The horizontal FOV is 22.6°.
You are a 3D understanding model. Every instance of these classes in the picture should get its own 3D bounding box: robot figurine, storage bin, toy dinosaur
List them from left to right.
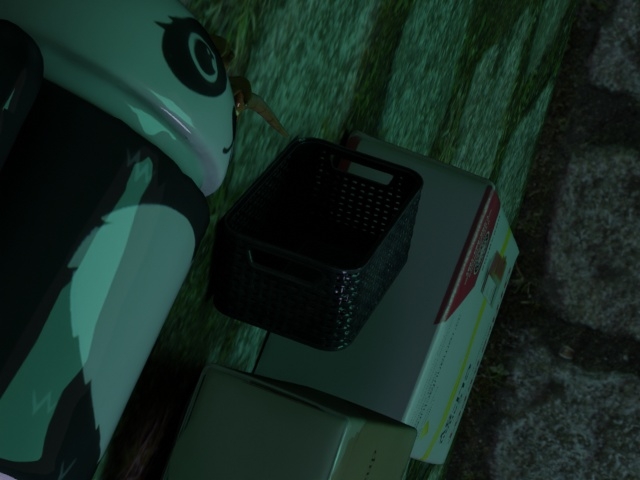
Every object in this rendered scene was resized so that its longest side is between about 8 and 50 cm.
[{"bbox_3d":[-0.142,0.008,0.663,0.173,0.209,0.278,35,70,-34],"label":"robot figurine"},{"bbox_3d":[-0.077,-0.084,1.084,0.211,0.064,0.112,-41,167,-47],"label":"toy dinosaur"},{"bbox_3d":[0.000,0.000,1.335,0.180,0.122,0.084,-52,158,-53],"label":"storage bin"}]

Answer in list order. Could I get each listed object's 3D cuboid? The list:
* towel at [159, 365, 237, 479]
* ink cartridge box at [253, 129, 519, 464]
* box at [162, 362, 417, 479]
[{"bbox_3d":[-0.121,0.305,1.432,0.332,0.053,0.317,78,34,-65],"label":"towel"},{"bbox_3d":[0.084,0.078,1.695,0.384,0.160,0.279,44,66,-75],"label":"ink cartridge box"},{"bbox_3d":[-0.022,0.194,1.310,0.311,0.121,0.148,28,82,-75],"label":"box"}]
